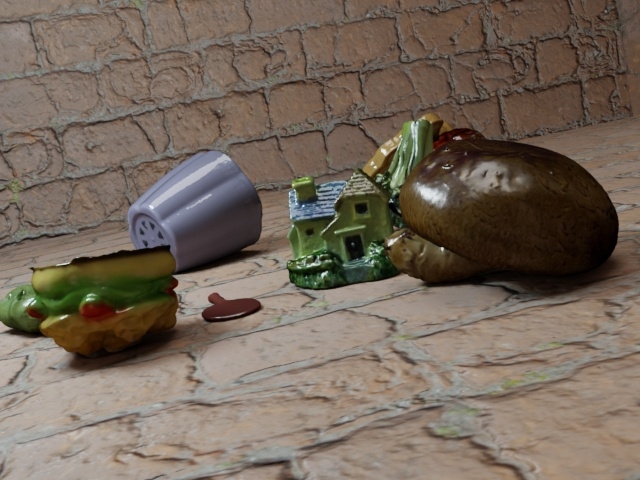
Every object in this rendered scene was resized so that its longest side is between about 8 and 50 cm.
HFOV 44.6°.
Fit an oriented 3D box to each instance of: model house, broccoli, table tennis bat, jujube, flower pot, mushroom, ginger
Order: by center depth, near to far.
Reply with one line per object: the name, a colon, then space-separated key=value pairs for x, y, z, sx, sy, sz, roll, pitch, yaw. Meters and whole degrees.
mushroom: x=0.278 y=-0.048 z=1.164 sx=0.345 sy=0.239 sz=0.345 roll=-5 pitch=35 yaw=4
table tennis bat: x=-0.157 y=0.109 z=1.304 sx=0.098 sy=0.019 sz=0.154 roll=-15 pitch=12 yaw=-22
model house: x=0.029 y=-0.027 z=1.398 sx=0.214 sy=0.189 sz=0.195 roll=-8 pitch=7 yaw=10
ginger: x=-0.505 y=0.122 z=1.440 sx=0.289 sy=0.089 sz=0.137 roll=-10 pitch=26 yaw=40
broccoli: x=0.215 y=-0.143 z=1.721 sx=0.262 sy=0.244 sz=0.247 roll=3 pitch=2 yaw=38
flower pot: x=-0.307 y=-0.046 z=1.843 sx=0.265 sy=0.265 sz=0.243 roll=-2 pitch=27 yaw=46
jujube: x=0.376 y=-0.213 z=2.140 sx=0.197 sy=0.197 sz=0.290 roll=-9 pitch=-2 yaw=11

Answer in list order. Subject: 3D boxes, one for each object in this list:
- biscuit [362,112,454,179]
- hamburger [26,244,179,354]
biscuit: x=0.245 y=-0.231 z=2.244 sx=0.351 sy=0.057 sz=0.312 roll=-39 pitch=-18 yaw=-2
hamburger: x=-0.324 y=0.094 z=1.181 sx=0.237 sy=0.149 sz=0.237 roll=-8 pitch=0 yaw=0
